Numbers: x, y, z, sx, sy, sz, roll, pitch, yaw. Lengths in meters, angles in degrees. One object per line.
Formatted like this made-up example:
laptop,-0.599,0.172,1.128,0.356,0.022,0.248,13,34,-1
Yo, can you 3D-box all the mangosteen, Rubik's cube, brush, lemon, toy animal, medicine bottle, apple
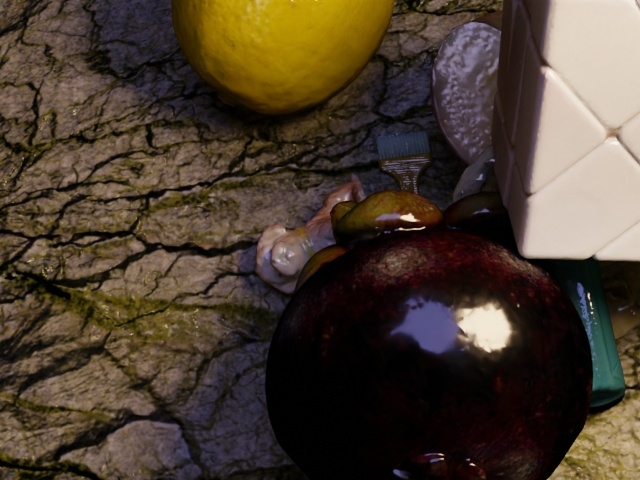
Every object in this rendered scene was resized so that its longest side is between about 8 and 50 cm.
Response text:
mangosteen,0.124,0.124,1.401,0.382,0.382,0.435,-3,44,3
Rubik's cube,0.375,-0.182,1.332,0.321,0.319,0.316,2,31,1
brush,0.131,-0.068,1.705,0.082,0.010,0.218,-6,61,0
lemon,-0.058,-0.353,1.711,0.348,0.348,0.348,-2,60,3
toy animal,-0.009,-0.012,1.653,0.185,0.104,0.184,-29,31,7
medicine bottle,0.327,0.093,1.484,0.079,0.124,0.258,-12,84,11
apple,0.300,-0.213,1.685,0.293,0.163,0.251,-21,89,1

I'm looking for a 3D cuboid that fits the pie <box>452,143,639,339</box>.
pie,0.337,-0.014,1.562,0.339,0.077,0.339,0,88,4
